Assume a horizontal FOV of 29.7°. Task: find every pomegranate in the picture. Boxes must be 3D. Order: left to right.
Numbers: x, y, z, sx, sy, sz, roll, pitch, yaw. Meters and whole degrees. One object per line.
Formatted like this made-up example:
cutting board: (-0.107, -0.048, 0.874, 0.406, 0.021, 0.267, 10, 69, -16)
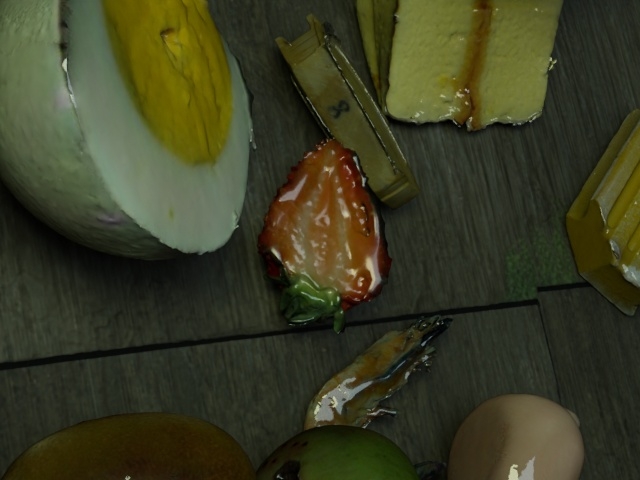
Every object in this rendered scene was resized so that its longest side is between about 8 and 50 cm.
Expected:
pomegranate: (0.033, 0.269, 1.131, 0.210, 0.179, 0.179, 20, 68, -19)

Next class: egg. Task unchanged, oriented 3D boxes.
egg: (-0.209, -0.120, 1.112, 0.337, 0.201, 0.337, 43, 40, -52)

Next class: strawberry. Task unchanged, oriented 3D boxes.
strawberry: (-0.001, 0.003, 1.243, 0.140, 0.085, 0.192, -22, 80, -20)

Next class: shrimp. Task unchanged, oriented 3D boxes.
shrimp: (0.085, 0.174, 1.253, 0.219, 0.046, 0.152, -43, 94, -24)

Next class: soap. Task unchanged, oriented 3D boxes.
soap: (0.386, -0.043, 1.436, 0.140, 0.073, 0.232, 40, 64, -8)

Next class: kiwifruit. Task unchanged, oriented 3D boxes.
kiwifruit: (-0.169, 0.246, 1.041, 0.234, 0.196, 0.196, 2, 74, -17)

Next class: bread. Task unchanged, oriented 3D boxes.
bread: (0.178, -0.224, 1.359, 0.240, 0.135, 0.178, -7, 78, -28)

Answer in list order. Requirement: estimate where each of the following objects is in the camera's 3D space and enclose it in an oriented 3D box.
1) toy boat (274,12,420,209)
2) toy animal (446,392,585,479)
toy boat: (0.034, -0.137, 1.300, 0.068, 0.088, 0.226, -33, 92, 13)
toy animal: (0.205, 0.275, 1.214, 0.154, 0.166, 0.250, 20, 57, -40)
